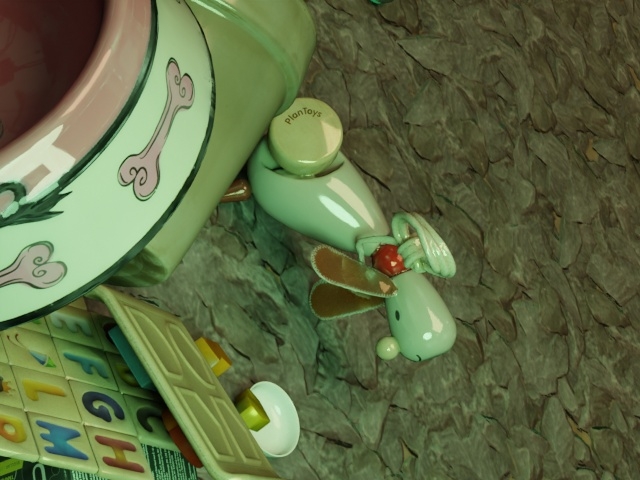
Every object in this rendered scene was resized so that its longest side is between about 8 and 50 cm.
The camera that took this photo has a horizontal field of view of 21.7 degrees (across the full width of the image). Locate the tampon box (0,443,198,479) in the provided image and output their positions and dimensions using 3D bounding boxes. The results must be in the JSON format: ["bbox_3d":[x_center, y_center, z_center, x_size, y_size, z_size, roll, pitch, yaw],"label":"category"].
[{"bbox_3d":[-0.206,0.224,1.505,0.161,0.120,0.101,10,63,-50],"label":"tampon box"}]

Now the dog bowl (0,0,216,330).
[{"bbox_3d":[-0.298,-0.132,1.339,0.150,0.408,0.408,70,19,-57],"label":"dog bowl"}]

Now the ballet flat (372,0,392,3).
[{"bbox_3d":[0.077,-0.462,2.256,0.095,0.096,0.280,4,68,-51],"label":"ballet flat"}]

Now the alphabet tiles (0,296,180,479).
[{"bbox_3d":[-0.276,0.091,1.450,0.342,0.011,0.285,19,27,-36],"label":"alphabet tiles"}]

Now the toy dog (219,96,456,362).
[{"bbox_3d":[0.000,0.000,1.845,0.333,0.161,0.220,52,-14,30],"label":"toy dog"}]

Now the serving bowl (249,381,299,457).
[{"bbox_3d":[-0.060,0.194,1.780,0.083,0.027,0.083,29,50,-40],"label":"serving bowl"}]

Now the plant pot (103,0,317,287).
[{"bbox_3d":[-0.194,-0.120,1.595,0.323,0.323,0.280,33,63,-36],"label":"plant pot"}]

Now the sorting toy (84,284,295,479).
[{"bbox_3d":[-0.111,0.150,1.567,0.229,0.041,0.307,52,4,15],"label":"sorting toy"}]
